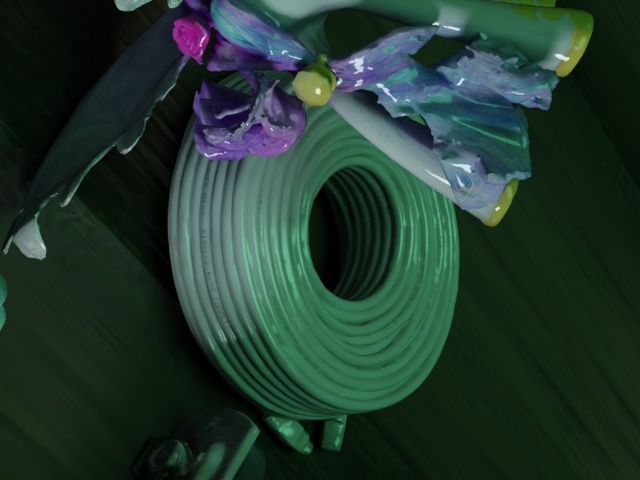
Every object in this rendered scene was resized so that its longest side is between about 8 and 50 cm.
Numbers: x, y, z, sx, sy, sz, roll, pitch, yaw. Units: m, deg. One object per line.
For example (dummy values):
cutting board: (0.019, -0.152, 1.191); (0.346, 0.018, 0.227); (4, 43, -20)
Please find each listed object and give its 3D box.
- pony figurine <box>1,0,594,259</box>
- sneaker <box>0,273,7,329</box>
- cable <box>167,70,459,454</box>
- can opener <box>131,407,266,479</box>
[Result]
pony figurine: (-0.028, -0.154, 0.900); (0.363, 0.303, 0.351); (25, 46, -7)
sneaker: (-0.221, -0.052, 0.793); (0.208, 0.127, 0.319); (47, 63, -34)
cable: (0.000, 0.000, 1.072); (0.257, 0.089, 0.257); (45, 55, -38)
can opener: (-0.111, 0.228, 0.934); (0.095, 0.076, 0.283); (53, 51, -32)
